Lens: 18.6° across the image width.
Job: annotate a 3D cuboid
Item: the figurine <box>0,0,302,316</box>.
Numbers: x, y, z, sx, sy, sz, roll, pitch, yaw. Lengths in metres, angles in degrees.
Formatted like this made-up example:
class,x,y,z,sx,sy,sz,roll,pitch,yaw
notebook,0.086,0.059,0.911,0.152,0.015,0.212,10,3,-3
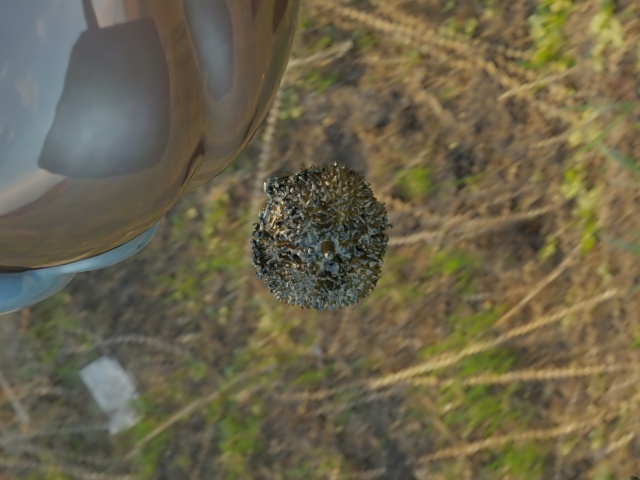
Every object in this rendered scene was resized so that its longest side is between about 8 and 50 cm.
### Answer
class,x,y,z,sx,sy,sz,roll,pitch,yaw
figurine,-0.183,-0.070,0.493,0.388,0.276,0.248,-122,28,-50

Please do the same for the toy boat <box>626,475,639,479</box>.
class,x,y,z,sx,sy,sz,roll,pitch,yaw
toy boat,0.224,0.148,0.988,0.075,0.077,0.185,26,167,-23

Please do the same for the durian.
class,x,y,z,sx,sy,sz,roll,pitch,yaw
durian,0.000,0.000,1.008,0.080,0.091,0.080,-1,107,-3
